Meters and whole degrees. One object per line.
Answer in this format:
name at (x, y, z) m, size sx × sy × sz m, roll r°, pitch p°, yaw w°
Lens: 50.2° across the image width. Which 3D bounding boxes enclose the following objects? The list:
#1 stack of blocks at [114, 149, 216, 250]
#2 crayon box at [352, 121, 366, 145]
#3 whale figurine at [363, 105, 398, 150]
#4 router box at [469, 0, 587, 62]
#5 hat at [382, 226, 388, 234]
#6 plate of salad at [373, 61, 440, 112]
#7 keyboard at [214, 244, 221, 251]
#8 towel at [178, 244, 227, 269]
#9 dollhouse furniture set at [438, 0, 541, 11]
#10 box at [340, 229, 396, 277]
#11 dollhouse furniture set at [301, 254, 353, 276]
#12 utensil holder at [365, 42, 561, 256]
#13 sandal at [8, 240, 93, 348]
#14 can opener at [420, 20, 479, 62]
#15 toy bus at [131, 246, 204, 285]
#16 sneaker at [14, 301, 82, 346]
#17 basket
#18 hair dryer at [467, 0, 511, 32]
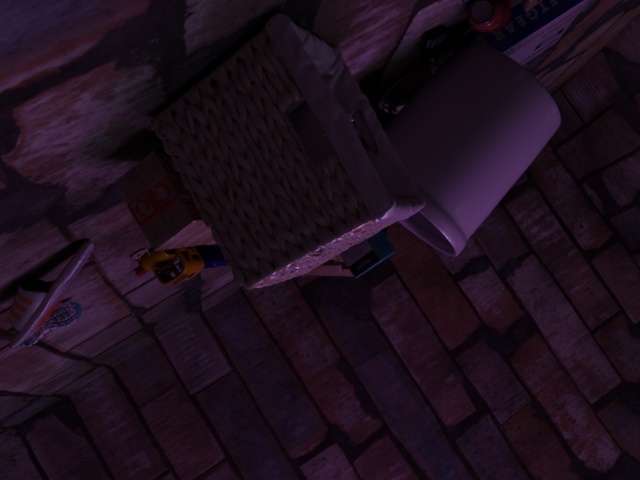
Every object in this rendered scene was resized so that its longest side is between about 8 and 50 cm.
stack of blocks at (-0.218, -0.084, 1.173) m, size 0.087 × 0.171 × 0.297 m, roll -35°, pitch 172°, yaw 17°
crayon box at (-0.077, -0.171, 1.492) m, size 0.363 × 0.106 × 0.313 m, roll -34°, pitch 173°, yaw 12°
whale figurine at (0.115, -0.216, 1.746) m, size 0.216 × 0.141 × 0.272 m, roll 15°, pitch 139°, yaw -24°
router box at (0.513, -0.527, 1.807) m, size 0.336 × 0.082 × 0.301 m, roll -33°, pitch 173°, yaw -2°
hat at (0.050, -0.074, 2.201) m, size 0.331 × 0.331 × 0.134 m, roll -32°, pitch 130°, yaw -10°
plate of salad at (0.219, -0.372, 1.696) m, size 0.200 × 0.048 × 0.200 m, roll -33°, pitch 174°, yaw -4°
keyboard at (-0.146, -0.047, 1.498) m, size 0.202 × 0.033 × 0.317 m, roll -27°, pitch 173°, yaw -41°
towel at (-0.222, 0.020, 1.936) m, size 0.308 × 0.076 × 0.228 m, roll -8°, pitch -175°, yaw 17°
dollhouse furniture set at (0.297, -0.443, 1.169) m, size 0.184 × 0.129 × 0.129 m, roll -35°, pitch 173°, yaw 8°
box at (0.054, -0.047, 1.498) m, size 0.060 × 0.244 × 0.100 m, roll -29°, pitch 173°, yaw -41°
dollhouse furniture set at (0.000, 0.000, 1.939) m, size 0.161 × 0.212 × 0.242 m, roll 0°, pitch 147°, yaw 16°
utensil holder at (0.309, -0.212, 1.579) m, size 0.385 × 0.328 × 0.327 m, roll -50°, pitch 174°, yaw -2°
sandal at (-0.554, 0.093, 1.366) m, size 0.265 × 0.076 × 0.102 m, roll -54°, pitch -173°, yaw 3°
can opener at (0.288, -0.436, 1.493) m, size 0.186 × 0.059 × 0.073 m, roll -29°, pitch 172°, yaw -31°
toy bus at (-0.385, 0.064, 1.772) m, size 0.202 × 0.104 × 0.191 m, roll -30°, pitch 173°, yaw -29°
sneaker at (-0.668, 0.198, 1.675) m, size 0.167 × 0.064 × 0.076 m, roll -27°, pitch -172°, yaw -22°
basket at (-0.034, -0.127, 1.101) m, size 0.267 × 0.328 × 0.331 m, roll -31°, pitch 175°, yaw 17°
hair dryer at (0.401, -0.511, 1.396) m, size 0.224 × 0.080 × 0.293 m, roll -33°, pitch 174°, yaw -9°
